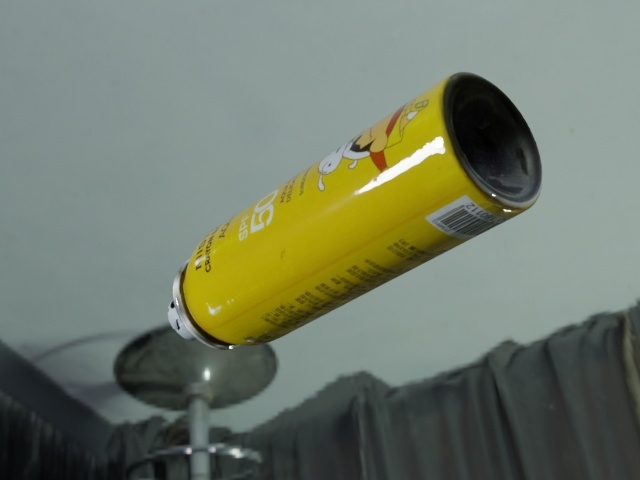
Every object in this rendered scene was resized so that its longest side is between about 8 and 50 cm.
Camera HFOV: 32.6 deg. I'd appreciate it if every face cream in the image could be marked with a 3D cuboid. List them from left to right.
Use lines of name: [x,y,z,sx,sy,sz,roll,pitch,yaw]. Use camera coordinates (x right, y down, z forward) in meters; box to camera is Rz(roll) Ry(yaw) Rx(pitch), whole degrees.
face cream: [0.000,0.000,0.827,0.105,0.105,0.349,25,141,-33]
